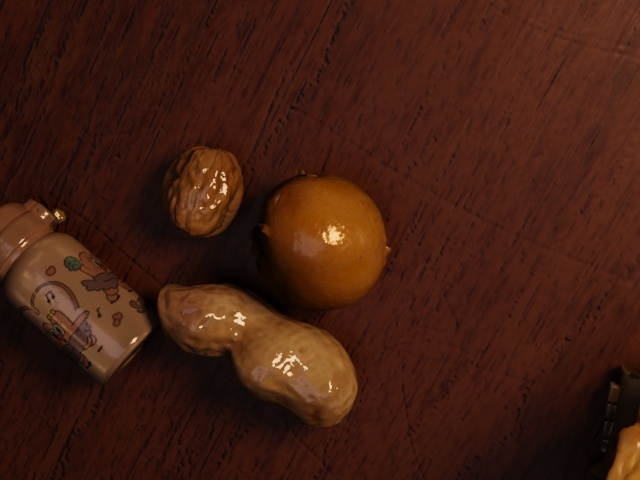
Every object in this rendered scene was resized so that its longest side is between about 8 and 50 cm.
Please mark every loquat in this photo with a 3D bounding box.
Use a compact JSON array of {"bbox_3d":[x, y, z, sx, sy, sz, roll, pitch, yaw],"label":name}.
[{"bbox_3d":[0.000,0.000,1.093,0.141,0.141,0.141,2,101,11],"label":"loquat"}]

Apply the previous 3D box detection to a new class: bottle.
[{"bbox_3d":[-0.266,0.044,1.178,0.209,0.097,0.110,43,73,1],"label":"bottle"}]

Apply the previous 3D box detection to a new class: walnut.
[{"bbox_3d":[-0.119,-0.048,1.138,0.082,0.079,0.096,22,97,3],"label":"walnut"}]

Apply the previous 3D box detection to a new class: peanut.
[{"bbox_3d":[-0.064,0.107,1.144,0.228,0.104,0.086,32,126,6],"label":"peanut"}]

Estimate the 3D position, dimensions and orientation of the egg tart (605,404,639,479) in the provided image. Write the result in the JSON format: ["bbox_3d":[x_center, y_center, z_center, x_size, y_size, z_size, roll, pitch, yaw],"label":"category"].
[{"bbox_3d":[0.379,0.300,1.003,0.443,0.178,0.443,2,85,-27],"label":"egg tart"}]

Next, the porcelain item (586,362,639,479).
[{"bbox_3d":[0.305,0.231,1.120,0.084,0.054,0.213,16,104,10],"label":"porcelain item"}]
